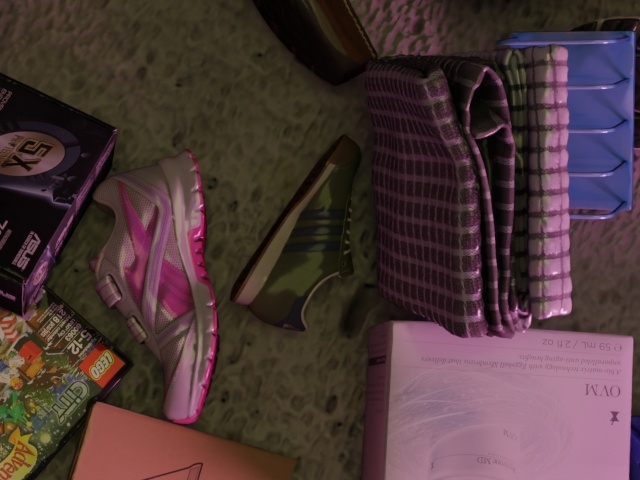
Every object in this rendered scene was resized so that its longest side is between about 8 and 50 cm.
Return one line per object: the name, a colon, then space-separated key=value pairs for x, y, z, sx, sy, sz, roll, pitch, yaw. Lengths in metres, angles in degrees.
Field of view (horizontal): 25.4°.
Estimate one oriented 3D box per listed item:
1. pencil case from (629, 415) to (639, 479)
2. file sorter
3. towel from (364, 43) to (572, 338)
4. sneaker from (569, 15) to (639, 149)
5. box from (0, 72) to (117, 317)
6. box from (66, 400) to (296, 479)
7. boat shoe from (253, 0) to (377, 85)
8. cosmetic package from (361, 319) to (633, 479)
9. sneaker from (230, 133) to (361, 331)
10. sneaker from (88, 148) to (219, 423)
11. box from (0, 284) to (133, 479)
pencil case: x=0.415 y=0.176 z=1.339 sx=0.306 sy=0.133 sz=0.119 roll=-19 pitch=45 yaw=-10
file sorter: x=0.224 y=-0.107 z=1.322 sx=0.118 sy=0.104 sz=0.170 roll=3 pitch=101 yaw=21
towel: x=0.116 y=-0.049 z=1.230 sx=0.121 sy=0.284 sz=0.235 roll=-4 pitch=98 yaw=-11
sneaker: x=0.394 y=-0.148 z=1.389 sx=0.330 sy=0.147 sz=0.129 roll=12 pitch=106 yaw=11
box: x=-0.289 y=-0.047 z=1.276 sx=0.147 sy=0.077 sz=0.180 roll=26 pitch=62 yaw=1
box: x=-0.137 y=0.252 z=1.292 sx=0.201 sy=0.021 sz=0.164 roll=19 pitch=81 yaw=-19
boat shoe: x=-0.031 y=-0.307 z=1.351 sx=0.120 sy=0.122 sz=0.324 roll=-31 pitch=88 yaw=-13
cosmetic package: x=0.157 y=0.193 z=1.301 sx=0.224 sy=0.138 sz=0.224 roll=4 pitch=84 yaw=-6
sneaker: x=0.000 y=0.000 z=1.347 sx=0.086 sy=0.064 sz=0.192 roll=35 pitch=80 yaw=-9
sneaker: x=-0.153 y=0.046 z=1.307 sx=0.111 sy=0.103 sz=0.252 roll=-7 pitch=77 yaw=-4
box: x=-0.306 y=0.149 z=1.295 sx=0.159 sy=0.044 sz=0.233 roll=40 pitch=80 yaw=0
